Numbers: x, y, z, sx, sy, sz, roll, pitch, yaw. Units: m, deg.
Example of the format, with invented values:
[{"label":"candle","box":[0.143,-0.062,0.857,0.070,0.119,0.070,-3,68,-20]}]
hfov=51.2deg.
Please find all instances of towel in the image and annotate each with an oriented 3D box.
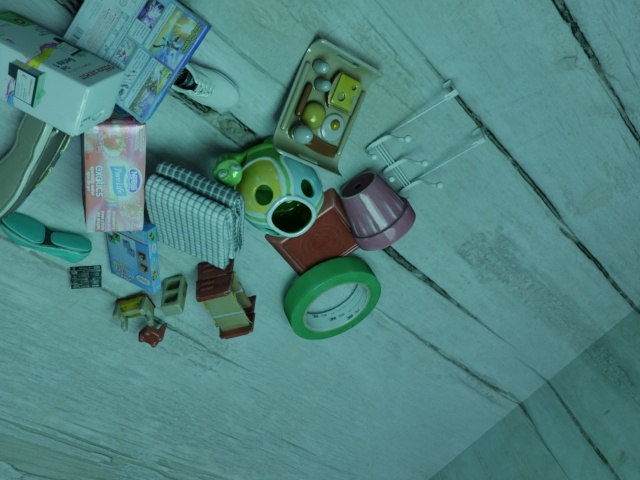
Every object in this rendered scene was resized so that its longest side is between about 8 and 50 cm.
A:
[{"label":"towel","box":[-0.314,-0.065,1.724,0.234,0.121,0.284,23,151,7]}]

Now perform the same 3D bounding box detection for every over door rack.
[{"label":"over door rack","box":[0.323,-0.276,1.962,0.324,0.108,0.239,-38,132,7]}]

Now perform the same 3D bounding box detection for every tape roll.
[{"label":"tape roll","box":[0.040,0.193,2.180,0.321,0.077,0.321,-17,140,-15]}]

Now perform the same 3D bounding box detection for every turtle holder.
[{"label":"turtle holder","box":[-0.124,-0.145,1.786,0.243,0.227,0.320,-29,132,0]}]

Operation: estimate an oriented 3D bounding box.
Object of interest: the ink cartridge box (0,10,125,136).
[{"label":"ink cartridge box","box":[-0.578,-0.349,1.381,0.278,0.201,0.117,27,114,-6]}]

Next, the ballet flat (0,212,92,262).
[{"label":"ballet flat","box":[-0.726,0.005,1.740,0.247,0.083,0.087,22,128,-33]}]

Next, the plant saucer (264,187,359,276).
[{"label":"plant saucer","box":[0.000,0.000,2.072,0.259,0.048,0.258,-36,131,4]}]

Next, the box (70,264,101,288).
[{"label":"box","box":[-0.660,0.104,1.881,0.083,0.018,0.067,-3,126,-21]}]

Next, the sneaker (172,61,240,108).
[{"label":"sneaker","box":[-0.306,-0.379,1.618,0.258,0.091,0.094,18,116,-33]}]

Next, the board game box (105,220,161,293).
[{"label":"board game box","box":[-0.509,0.028,1.807,0.039,0.160,0.212,-42,147,-46]}]

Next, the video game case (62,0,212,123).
[{"label":"video game case","box":[-0.416,-0.442,1.476,0.244,0.061,0.269,37,108,-8]}]

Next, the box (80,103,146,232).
[{"label":"box","box":[-0.511,-0.183,1.639,0.142,0.154,0.300,-3,125,-21]}]

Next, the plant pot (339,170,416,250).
[{"label":"plant pot","box":[0.155,-0.098,1.981,0.201,0.201,0.180,-34,116,4]}]

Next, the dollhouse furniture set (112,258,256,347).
[{"label":"dollhouse furniture set","box":[-0.401,0.198,2.010,0.373,0.152,0.201,-13,132,8]}]

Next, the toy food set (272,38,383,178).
[{"label":"toy food set","box":[0.025,-0.339,1.749,0.219,0.092,0.306,19,97,-34]}]

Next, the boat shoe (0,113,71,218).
[{"label":"boat shoe","box":[-0.696,-0.177,1.593,0.324,0.116,0.096,-53,156,18]}]
